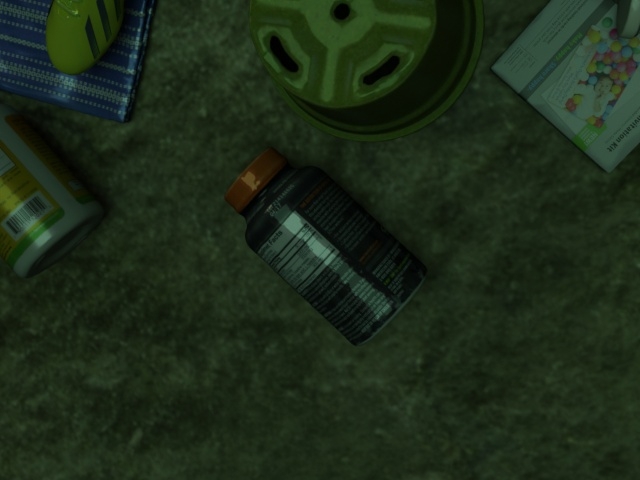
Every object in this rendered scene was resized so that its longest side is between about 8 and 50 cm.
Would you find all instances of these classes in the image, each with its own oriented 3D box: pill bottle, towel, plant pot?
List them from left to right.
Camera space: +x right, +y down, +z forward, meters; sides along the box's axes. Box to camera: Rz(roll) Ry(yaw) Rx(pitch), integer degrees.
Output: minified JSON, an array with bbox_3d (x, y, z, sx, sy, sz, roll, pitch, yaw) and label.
[{"bbox_3d":[-0.404,-0.085,1.088,0.136,0.136,0.246,-41,91,14],"label":"pill bottle"},{"bbox_3d":[-0.318,-0.335,1.078,0.243,0.040,0.336,16,103,8],"label":"towel"},{"bbox_3d":[0.000,0.000,1.035,0.245,0.130,0.130,44,104,0],"label":"pill bottle"},{"bbox_3d":[0.038,-0.235,0.922,0.275,0.254,0.276,2,101,10],"label":"plant pot"}]

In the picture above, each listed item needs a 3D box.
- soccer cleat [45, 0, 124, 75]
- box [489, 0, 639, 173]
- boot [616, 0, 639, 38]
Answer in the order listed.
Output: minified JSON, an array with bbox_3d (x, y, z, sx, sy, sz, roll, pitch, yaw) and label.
[{"bbox_3d":[-0.259,-0.326,0.989,0.093,0.121,0.289,31,107,5],"label":"soccer cleat"},{"bbox_3d":[0.313,-0.192,0.993,0.186,0.038,0.145,42,104,-1],"label":"box"},{"bbox_3d":[0.380,-0.303,0.927,0.086,0.069,0.190,13,85,4],"label":"boot"}]
